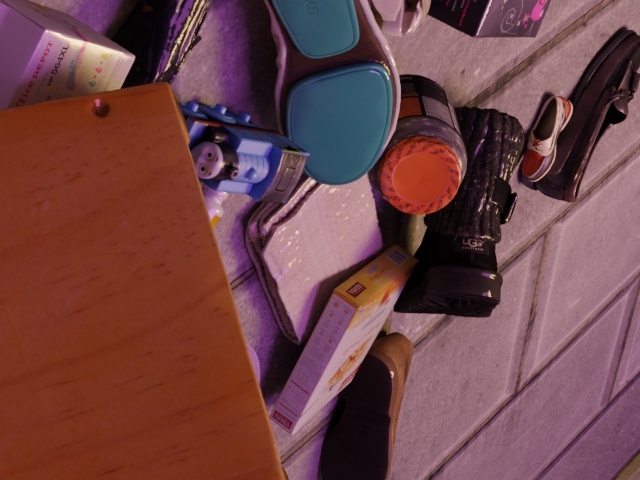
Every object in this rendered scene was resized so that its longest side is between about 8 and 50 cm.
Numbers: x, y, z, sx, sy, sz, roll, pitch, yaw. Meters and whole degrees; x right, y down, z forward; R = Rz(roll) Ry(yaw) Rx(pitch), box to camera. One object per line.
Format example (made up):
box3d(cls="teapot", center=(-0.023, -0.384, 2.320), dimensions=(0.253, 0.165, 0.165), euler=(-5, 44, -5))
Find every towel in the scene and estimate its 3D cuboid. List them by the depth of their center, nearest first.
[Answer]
box3d(cls="towel", center=(0.000, 0.000, 1.858), dimensions=(0.187, 0.049, 0.282), euler=(-47, 152, -17))

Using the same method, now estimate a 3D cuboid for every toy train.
box3d(cls="toy train", center=(-0.096, -0.091, 1.538), dimensions=(0.184, 0.105, 0.080), euler=(4, 115, -60))

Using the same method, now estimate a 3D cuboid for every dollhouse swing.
box3d(cls="dollhouse swing", center=(-0.195, 0.092, 1.259), dimensions=(0.315, 0.346, 0.305), euler=(-13, 168, -23))

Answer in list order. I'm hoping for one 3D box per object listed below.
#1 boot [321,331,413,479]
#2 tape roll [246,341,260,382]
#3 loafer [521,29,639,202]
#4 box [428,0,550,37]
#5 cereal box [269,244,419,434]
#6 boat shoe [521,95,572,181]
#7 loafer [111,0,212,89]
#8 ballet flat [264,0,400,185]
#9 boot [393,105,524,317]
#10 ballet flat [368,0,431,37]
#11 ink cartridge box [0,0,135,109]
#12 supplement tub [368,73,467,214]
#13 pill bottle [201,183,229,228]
box3d(cls="boot", center=(0.082, 0.273, 2.235), dimensions=(0.115, 0.112, 0.305), euler=(-38, 147, -53))
box3d(cls="tape roll", center=(-0.194, 0.208, 1.715), dimensions=(0.275, 0.090, 0.274), euler=(-40, 149, -30))
box3d(cls="loafer", center=(0.435, -0.187, 2.322), dimensions=(0.302, 0.095, 0.109), euler=(-53, 153, -8))
box3d(cls="box", center=(0.206, -0.368, 1.701), dimensions=(0.163, 0.142, 0.247), euler=(-11, 129, -54))
box3d(cls="cereal box", center=(0.031, 0.132, 1.985), dimensions=(0.173, 0.047, 0.240), euler=(-36, 157, -52))
box3d(cls="boat shoe", center=(0.336, -0.154, 2.248), dimensions=(0.043, 0.049, 0.137), euler=(6, 111, -57))
box3d(cls="loafer", center=(-0.144, -0.189, 1.384), dimensions=(0.078, 0.076, 0.223), euler=(10, 107, -53))
box3d(cls="ballet flat", center=(0.005, -0.217, 1.550), dimensions=(0.139, 0.139, 0.400), euler=(-47, 152, -20))
box3d(cls="boot", center=(0.193, -0.030, 2.060), dimensions=(0.348, 0.131, 0.260), euler=(134, -39, -76))
box3d(cls="ballet flat", center=(0.074, -0.260, 1.571), dimensions=(0.086, 0.086, 0.248), euler=(-53, 167, -9))
box3d(cls="ink cartridge box", center=(-0.245, -0.146, 1.248), dimensions=(0.143, 0.090, 0.092), euler=(8, 113, -61))
box3d(cls="supplement tub", center=(0.109, -0.111, 1.750), dimensions=(0.190, 0.117, 0.117), euler=(-93, -161, -62))
box3d(cls="pill bottle", center=(-0.134, -0.024, 1.614), dimensions=(0.083, 0.043, 0.043), euler=(-57, 153, 0))
